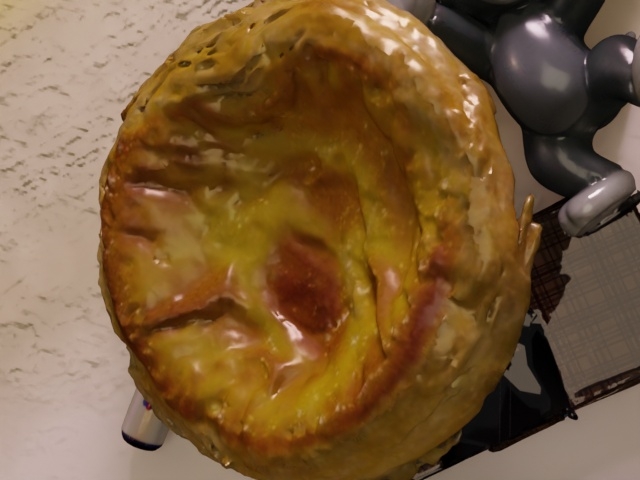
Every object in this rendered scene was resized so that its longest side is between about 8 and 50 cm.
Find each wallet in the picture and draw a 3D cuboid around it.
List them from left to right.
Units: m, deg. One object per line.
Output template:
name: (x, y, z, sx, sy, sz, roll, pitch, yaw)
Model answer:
wallet: (0.103, 0.063, 0.850, 0.230, 0.042, 0.124, -26, 82, 10)

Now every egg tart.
egg tart: (0.000, 0.000, 0.793, 0.294, 0.116, 0.295, -2, 87, 36)

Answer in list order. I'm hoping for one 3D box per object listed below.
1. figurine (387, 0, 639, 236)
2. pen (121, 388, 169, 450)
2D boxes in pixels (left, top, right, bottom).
figurine: (0.136, -0.145, 0.802, 0.193, 0.140, 0.265, -28, 94, 23)
pen: (-0.070, 0.005, 0.894, 0.033, 0.033, 0.269, 22, 94, 12)
